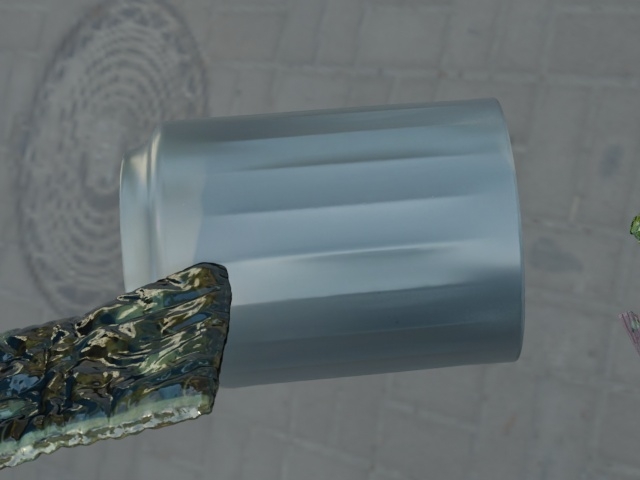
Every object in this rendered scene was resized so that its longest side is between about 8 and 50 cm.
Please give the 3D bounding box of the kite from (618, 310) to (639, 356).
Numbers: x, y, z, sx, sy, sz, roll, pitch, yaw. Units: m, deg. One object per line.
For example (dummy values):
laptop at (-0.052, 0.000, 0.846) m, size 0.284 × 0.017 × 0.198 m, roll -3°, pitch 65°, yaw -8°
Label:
kite at (0.372, 0.088, 1.683) m, size 0.137 × 0.005 × 0.153 m, roll 10°, pitch 97°, yaw 49°

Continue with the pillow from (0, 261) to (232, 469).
pillow at (-0.181, 0.094, 1.077) m, size 0.255 × 0.034 × 0.189 m, roll -18°, pitch 23°, yaw 8°

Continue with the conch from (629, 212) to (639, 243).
conch at (0.469, -0.037, 2.098) m, size 0.121 × 0.074 × 0.089 m, roll -44°, pitch 58°, yaw 16°

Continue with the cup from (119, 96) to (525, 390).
cup at (0.000, 0.000, 1.403) m, size 0.323 × 0.326 × 0.237 m, roll -87°, pitch -8°, yaw -87°
